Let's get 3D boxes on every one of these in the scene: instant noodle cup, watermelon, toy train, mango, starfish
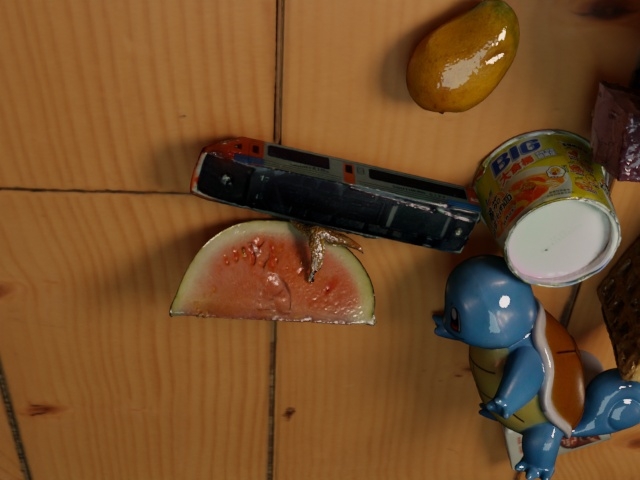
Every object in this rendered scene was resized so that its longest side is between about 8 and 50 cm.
[{"bbox_3d":[0.327,-0.034,1.194,0.205,0.153,0.205,0,129,0],"label":"instant noodle cup"},{"bbox_3d":[-0.076,0.065,1.279,0.304,0.159,0.128,4,156,-11],"label":"watermelon"},{"bbox_3d":[0.023,-0.070,1.197,0.410,0.089,0.086,12,129,-10],"label":"toy train"},{"bbox_3d":[0.187,-0.232,1.080,0.165,0.089,0.115,-30,113,16],"label":"mango"},{"bbox_3d":[0.002,-0.002,1.229,0.133,0.130,0.041,12,157,-1],"label":"starfish"}]

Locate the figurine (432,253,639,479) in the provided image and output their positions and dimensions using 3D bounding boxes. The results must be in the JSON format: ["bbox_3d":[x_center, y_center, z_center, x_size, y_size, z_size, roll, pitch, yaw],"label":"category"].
[{"bbox_3d":[0.319,0.215,1.295,0.416,0.298,0.243,39,107,-19],"label":"figurine"}]

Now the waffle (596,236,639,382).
[{"bbox_3d":[0.536,0.048,1.223,0.091,0.212,0.308,20,126,-10],"label":"waffle"}]

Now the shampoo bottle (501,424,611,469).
[{"bbox_3d":[0.478,0.338,1.536,0.284,0.071,0.153,-14,129,11],"label":"shampoo bottle"}]

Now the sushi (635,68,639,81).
[{"bbox_3d":[0.510,-0.205,1.144,0.120,0.026,0.126,-26,125,17],"label":"sushi"}]

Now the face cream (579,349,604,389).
[{"bbox_3d":[0.442,0.244,1.452,0.091,0.091,0.095,6,136,-6],"label":"face cream"}]

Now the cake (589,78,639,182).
[{"bbox_3d":[0.492,-0.117,1.124,0.295,0.116,0.112,11,122,-14],"label":"cake"}]
